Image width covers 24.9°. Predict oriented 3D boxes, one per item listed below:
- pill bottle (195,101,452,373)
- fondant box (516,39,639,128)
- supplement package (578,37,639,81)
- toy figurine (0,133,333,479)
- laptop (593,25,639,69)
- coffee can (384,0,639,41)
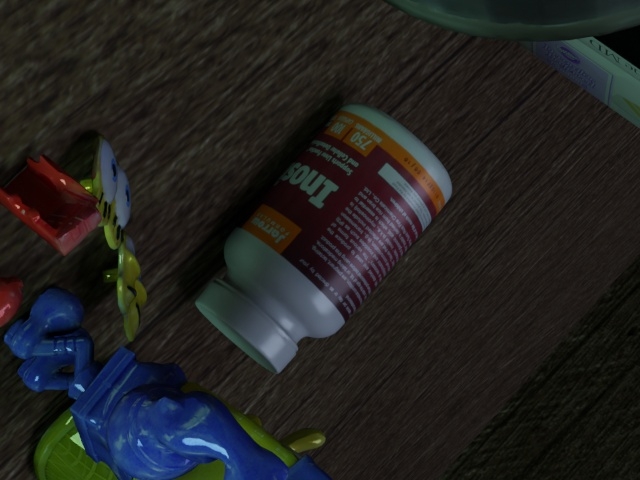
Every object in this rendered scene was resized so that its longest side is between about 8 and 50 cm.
[{"bbox_3d":[0.000,0.000,0.849,0.152,0.086,0.086,-50,164,-10],"label":"pill bottle"},{"bbox_3d":[0.329,-0.214,1.023,0.330,0.238,0.096,-50,165,-8],"label":"fondant box"},{"bbox_3d":[0.216,-0.220,0.809,0.175,0.177,0.293,-50,163,-7],"label":"supplement package"},{"bbox_3d":[-0.080,0.142,0.699,0.191,0.217,0.362,-45,162,-23],"label":"toy figurine"},{"bbox_3d":[0.183,-0.220,0.616,0.264,0.234,0.136,-51,165,-5],"label":"laptop"},{"bbox_3d":[0.048,-0.189,0.373,0.201,0.201,0.275,-52,163,0],"label":"coffee can"}]
